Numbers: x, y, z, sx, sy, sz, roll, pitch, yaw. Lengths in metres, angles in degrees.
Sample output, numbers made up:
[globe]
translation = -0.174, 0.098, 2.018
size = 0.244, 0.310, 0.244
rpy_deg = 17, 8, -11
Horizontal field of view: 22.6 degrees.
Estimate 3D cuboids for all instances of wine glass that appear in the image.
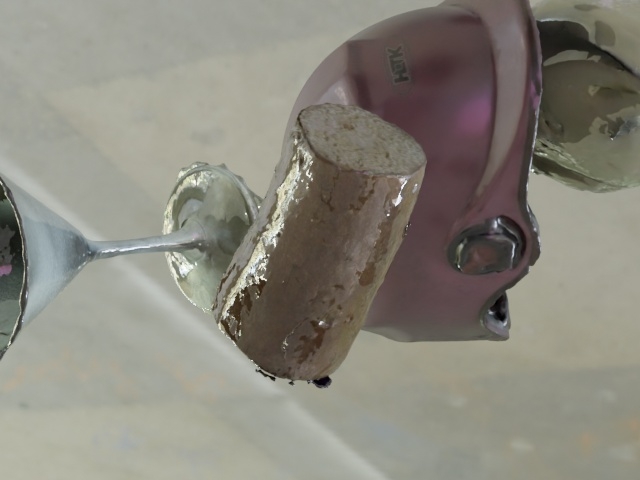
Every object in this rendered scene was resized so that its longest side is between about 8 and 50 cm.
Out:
[wine glass]
translation = -0.157, 0.006, 1.132
size = 0.232, 0.156, 0.156
rpy_deg = -6, 171, -45

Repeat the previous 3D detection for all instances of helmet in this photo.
[helmet]
translation = 0.064, -0.058, 1.346
size = 0.197, 0.271, 0.338
rpy_deg = -3, 142, -5

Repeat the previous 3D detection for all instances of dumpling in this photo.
[dumpling]
translation = 0.274, -0.154, 1.397
size = 0.187, 0.243, 0.318
rpy_deg = 56, 162, -9

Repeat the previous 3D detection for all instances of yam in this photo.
[yam]
translation = -0.001, 0.001, 0.825
size = 0.084, 0.084, 0.127
rpy_deg = 19, 114, -9
